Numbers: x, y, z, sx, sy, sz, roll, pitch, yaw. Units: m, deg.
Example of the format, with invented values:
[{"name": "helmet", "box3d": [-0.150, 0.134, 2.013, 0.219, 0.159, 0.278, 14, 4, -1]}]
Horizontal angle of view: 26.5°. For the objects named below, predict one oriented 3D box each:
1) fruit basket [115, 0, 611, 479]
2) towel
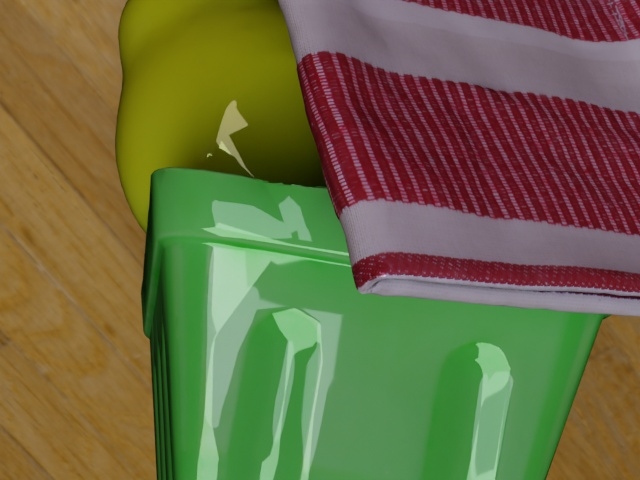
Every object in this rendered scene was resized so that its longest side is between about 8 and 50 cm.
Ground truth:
[{"name": "fruit basket", "box3d": [0.000, 0.000, 0.813, 0.282, 0.392, 0.392, 10, 119, -6]}, {"name": "towel", "box3d": [0.085, -0.111, 0.675, 0.237, 0.329, 0.037, 5, 144, -28]}]
